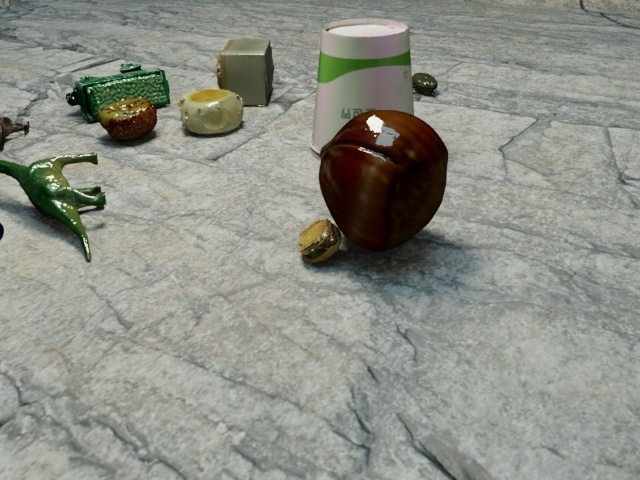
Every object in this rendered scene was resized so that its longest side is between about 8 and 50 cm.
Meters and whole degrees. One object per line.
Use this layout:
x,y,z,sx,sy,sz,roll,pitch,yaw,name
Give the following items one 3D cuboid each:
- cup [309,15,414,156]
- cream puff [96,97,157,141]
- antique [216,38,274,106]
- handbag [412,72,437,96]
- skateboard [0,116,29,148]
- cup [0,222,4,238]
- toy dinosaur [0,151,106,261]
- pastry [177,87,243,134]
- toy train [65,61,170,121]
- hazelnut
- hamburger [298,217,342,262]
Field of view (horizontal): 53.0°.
0.095,-0.336,1.418,0.253,0.274,0.253,-2,31,1,cup
-0.470,-0.293,1.578,0.148,0.085,0.149,-5,29,3,cream puff
-0.207,-0.464,1.777,0.147,0.152,0.147,1,33,2,antique
0.289,-0.436,1.790,0.072,0.047,0.111,-7,31,-18,handbag
-0.779,-0.273,1.598,0.080,0.067,0.151,2,26,-11,skateboard
-0.681,-0.084,1.079,0.178,0.256,0.255,-1,32,2,cup
-0.570,-0.095,1.219,0.300,0.087,0.447,-5,36,-21,toy dinosaur
-0.274,-0.326,1.613,0.165,0.088,0.166,-1,30,1,pastry
-0.555,-0.415,1.759,0.269,0.115,0.154,-19,29,-27,toy train
0.098,-0.104,1.058,0.229,0.230,0.229,-2,31,1,hazelnut
0.000,0.000,1.076,0.076,0.044,0.083,-35,24,17,hamburger
